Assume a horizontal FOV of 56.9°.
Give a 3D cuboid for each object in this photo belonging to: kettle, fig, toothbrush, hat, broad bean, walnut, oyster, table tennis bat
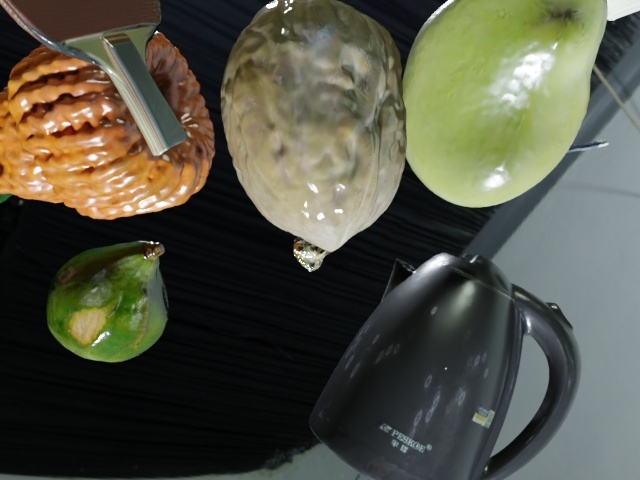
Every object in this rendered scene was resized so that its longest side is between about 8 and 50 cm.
[{"bbox_3d":[0.168,0.165,0.735,0.290,0.268,0.207,-61,-14,-2],"label":"kettle"},{"bbox_3d":[-0.327,0.084,0.963,0.245,0.195,0.195,-51,34,12],"label":"fig"},{"bbox_3d":[0.539,-0.205,1.357,0.024,0.287,0.026,-134,36,-67],"label":"toothbrush"},{"bbox_3d":[-0.360,-0.119,0.852,0.400,0.285,0.285,-24,49,20],"label":"hat"},{"bbox_3d":[0.177,-0.157,0.600,0.263,0.189,0.121,-68,-10,20],"label":"broad bean"},{"bbox_3d":[-0.003,-0.104,0.538,0.178,0.178,0.231,-15,79,55],"label":"walnut"},{"bbox_3d":[0.003,-0.002,0.754,0.083,0.054,0.019,-48,28,-17],"label":"oyster"},{"bbox_3d":[-0.158,-0.163,0.412,0.019,0.220,0.130,-20,13,40],"label":"table tennis bat"}]

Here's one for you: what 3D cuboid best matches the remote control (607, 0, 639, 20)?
[{"bbox_3d":[0.537,-0.391,0.871,0.230,0.049,0.090,-9,23,47],"label":"remote control"}]
